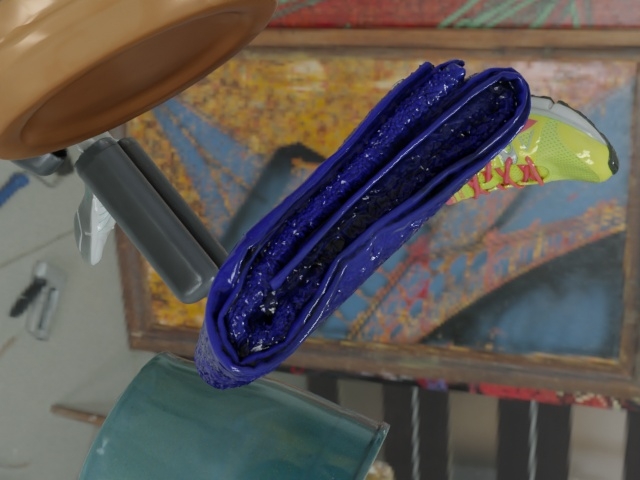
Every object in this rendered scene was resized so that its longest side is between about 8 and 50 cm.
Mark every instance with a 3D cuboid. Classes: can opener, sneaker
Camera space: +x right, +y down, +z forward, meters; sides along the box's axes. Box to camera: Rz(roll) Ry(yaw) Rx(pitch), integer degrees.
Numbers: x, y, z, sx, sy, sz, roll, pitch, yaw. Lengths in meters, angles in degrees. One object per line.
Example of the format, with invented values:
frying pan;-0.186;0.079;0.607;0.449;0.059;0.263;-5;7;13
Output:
can opener;-0.188;-0.052;0.903;0.093;0.280;0.074;-47;171;19
sneaker;-0.238;-0.042;1.151;0.061;0.053;0.152;-4;116;-37
sneaker;0.136;-0.065;0.833;0.081;0.208;0.094;47;63;-51

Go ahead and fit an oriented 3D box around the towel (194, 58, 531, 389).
towel;0.000;0.000;0.672;0.227;0.076;0.308;-42;178;-13

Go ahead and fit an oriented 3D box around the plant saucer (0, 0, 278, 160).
plant saucer;-0.098;-0.093;0.505;0.037;0.200;0.200;61;29;1

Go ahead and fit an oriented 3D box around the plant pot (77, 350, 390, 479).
plant pot;-0.101;0.252;1.073;0.272;0.255;0.272;-61;174;-11
